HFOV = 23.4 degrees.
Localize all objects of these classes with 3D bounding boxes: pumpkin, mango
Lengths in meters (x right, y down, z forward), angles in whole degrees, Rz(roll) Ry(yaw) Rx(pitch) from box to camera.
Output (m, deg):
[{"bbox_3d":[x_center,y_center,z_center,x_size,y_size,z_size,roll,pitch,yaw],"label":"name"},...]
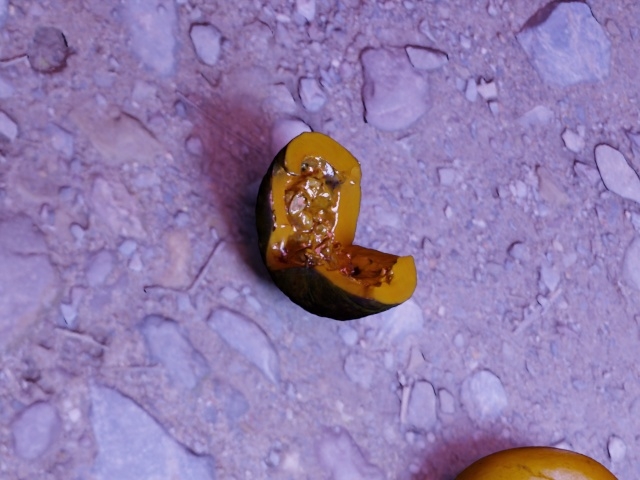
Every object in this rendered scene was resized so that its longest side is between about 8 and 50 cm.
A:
[{"bbox_3d":[0.000,0.000,1.446,0.119,0.108,0.183,-9,69,-45],"label":"pumpkin"},{"bbox_3d":[0.204,0.267,1.475,0.219,0.112,0.144,9,68,-28],"label":"mango"}]
